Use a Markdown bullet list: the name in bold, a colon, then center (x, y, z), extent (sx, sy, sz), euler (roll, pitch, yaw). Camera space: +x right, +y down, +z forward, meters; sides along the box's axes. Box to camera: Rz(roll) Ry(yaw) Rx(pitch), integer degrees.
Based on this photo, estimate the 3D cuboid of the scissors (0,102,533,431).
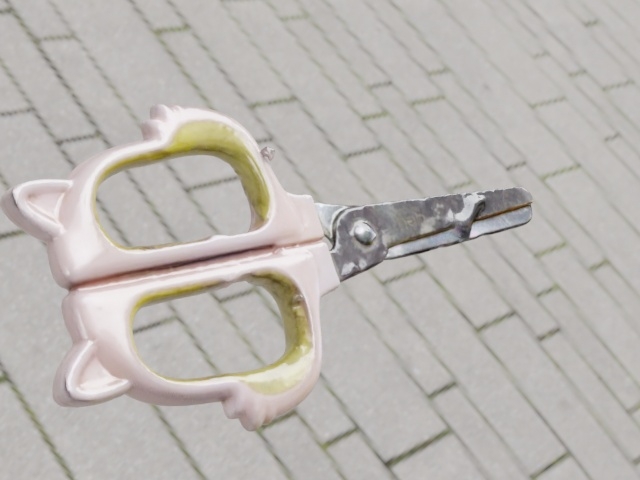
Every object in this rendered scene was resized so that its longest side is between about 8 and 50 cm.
- **scissors**: center (0.000, 0.000, 0.645), extent (0.318, 0.024, 0.160), euler (-11, 80, -39)
